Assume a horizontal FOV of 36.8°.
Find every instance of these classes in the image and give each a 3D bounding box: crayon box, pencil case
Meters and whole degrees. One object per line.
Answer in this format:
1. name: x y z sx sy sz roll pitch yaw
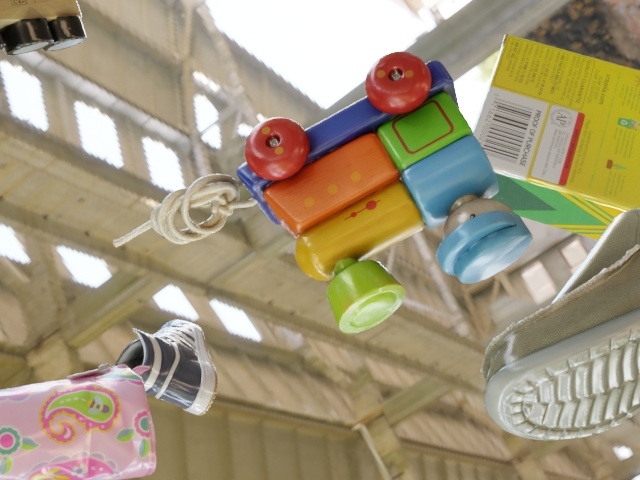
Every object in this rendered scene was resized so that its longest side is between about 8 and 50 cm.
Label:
1. crayon box: 0.336 -0.102 1.113 0.081 0.318 0.202 92 -161 -60
2. pencil case: -0.303 0.193 0.949 0.284 0.124 0.124 -5 -127 -24

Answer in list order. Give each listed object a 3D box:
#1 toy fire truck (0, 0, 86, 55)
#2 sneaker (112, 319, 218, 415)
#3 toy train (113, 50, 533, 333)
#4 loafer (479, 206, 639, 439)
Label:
1. toy fire truck: -0.444 -0.272 1.144 0.217 0.246 0.158 -31 -76 -60
2. sneaker: -0.275 0.186 1.616 0.153 0.099 0.282 24 -172 -25
3. toy train: 0.000 0.000 0.618 0.143 0.248 0.105 62 -179 28
4. loafer: 0.196 0.038 0.595 0.087 0.251 0.094 49 154 42
